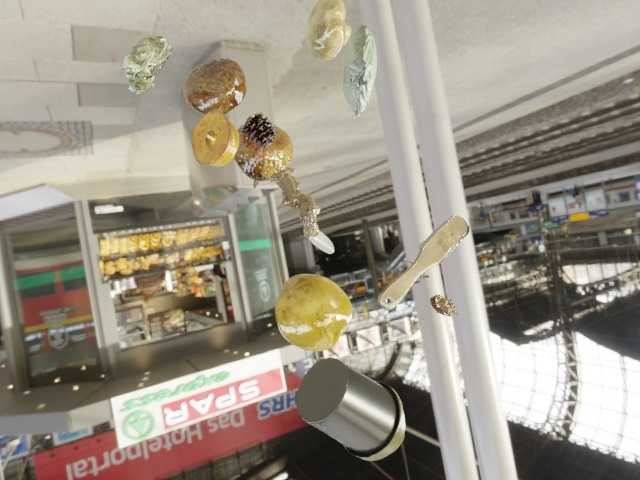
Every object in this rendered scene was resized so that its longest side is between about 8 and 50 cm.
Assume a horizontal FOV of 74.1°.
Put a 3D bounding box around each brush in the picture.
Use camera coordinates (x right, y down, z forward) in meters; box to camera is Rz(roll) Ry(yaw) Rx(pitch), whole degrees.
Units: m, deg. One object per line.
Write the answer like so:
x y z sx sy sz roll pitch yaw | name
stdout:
0.261 0.055 1.106 0.327 0.070 0.065 -44 -168 -16 | brush

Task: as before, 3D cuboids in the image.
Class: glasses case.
0.000 0.000 1.911 0.049 0.076 0.197 -31 143 19 | glasses case

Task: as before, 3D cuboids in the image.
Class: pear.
-0.034 0.288 1.705 0.314 0.315 0.314 -10 179 0 | pear

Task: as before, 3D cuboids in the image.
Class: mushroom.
-0.387 -0.570 1.568 0.253 0.253 0.153 -10 139 5 | mushroom
0.019 -0.534 1.074 0.112 0.148 0.148 16 170 -17 | mushroom

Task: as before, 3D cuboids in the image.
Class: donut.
-0.282 -0.270 1.149 0.151 0.152 0.058 -11 163 29 | donut

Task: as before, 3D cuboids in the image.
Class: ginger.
-0.086 -0.144 1.611 0.122 0.290 0.084 -30 173 -13 | ginger

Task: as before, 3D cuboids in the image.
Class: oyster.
-0.334 -0.337 0.814 0.064 0.125 0.177 23 173 -23 | oyster

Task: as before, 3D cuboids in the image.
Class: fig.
-0.280 -0.348 1.937 0.286 0.286 0.369 -10 147 -26 | fig

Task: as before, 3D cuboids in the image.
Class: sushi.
0.415 0.219 1.422 0.118 0.062 0.060 21 168 -26 | sushi

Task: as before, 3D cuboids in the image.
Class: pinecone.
-0.145 -0.263 1.017 0.077 0.083 0.077 -43 168 -11 | pinecone

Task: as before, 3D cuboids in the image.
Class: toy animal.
0.445 0.171 2.070 0.186 0.094 0.214 1 152 -32 | toy animal

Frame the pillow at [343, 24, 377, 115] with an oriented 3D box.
0.170 -0.733 1.860 0.138 0.310 0.283 3 145 -2 | pillow

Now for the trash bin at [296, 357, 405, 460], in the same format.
0.105 0.476 1.184 0.214 0.214 0.334 -11 135 47 | trash bin
